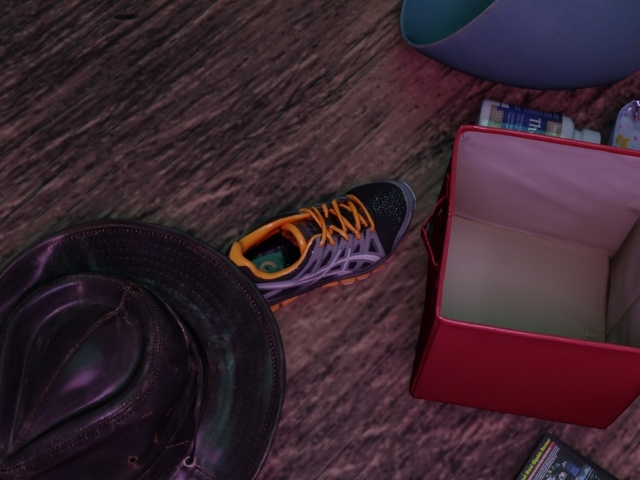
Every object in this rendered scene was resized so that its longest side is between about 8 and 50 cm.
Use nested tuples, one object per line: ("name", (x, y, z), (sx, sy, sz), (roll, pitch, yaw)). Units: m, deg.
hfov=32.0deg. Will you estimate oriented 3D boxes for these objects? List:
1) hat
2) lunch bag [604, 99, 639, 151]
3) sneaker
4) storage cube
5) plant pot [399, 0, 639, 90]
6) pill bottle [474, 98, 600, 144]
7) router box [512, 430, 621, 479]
("hat", (-0.192, 0.126, 0.901), (0.332, 0.134, 0.331), (-1, 76, 5))
("lunch bag", (0.306, -0.088, 1.103), (0.053, 0.071, 0.083), (11, 63, 4))
("sneaker", (0.000, 0.000, 1.036), (0.215, 0.083, 0.084), (-30, 67, -18))
("storage cube", (0.186, 0.036, 0.967), (0.215, 0.193, 0.183), (9, 63, 2))
("plant pot", (0.245, -0.262, 1.099), (0.195, 0.290, 0.290), (31, 62, -21))
("pill bottle", (0.211, -0.096, 1.104), (0.120, 0.067, 0.067), (13, 63, 3))
("router box", (0.198, 0.239, 0.952), (0.092, 0.038, 0.122), (35, 66, 13))
